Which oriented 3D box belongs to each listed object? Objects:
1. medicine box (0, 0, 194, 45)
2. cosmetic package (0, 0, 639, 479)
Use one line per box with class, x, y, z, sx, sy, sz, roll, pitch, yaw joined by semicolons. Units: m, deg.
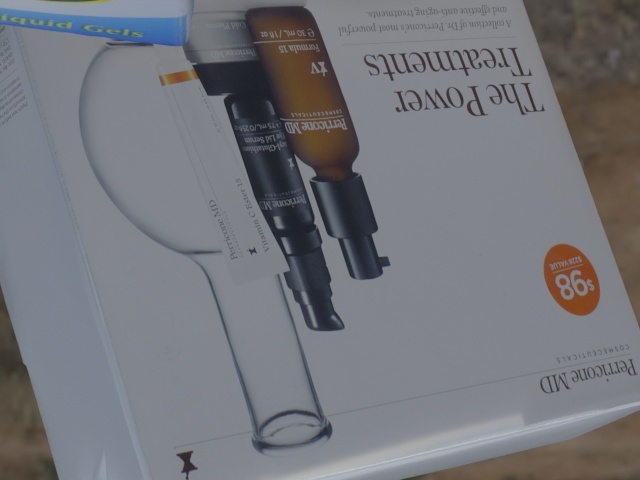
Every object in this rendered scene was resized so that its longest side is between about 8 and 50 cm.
medicine box;-0.166;-0.188;0.684;0.264;0.149;0.289;7;171;-2
cosmetic package;0.000;0.000;1.133;0.377;0.284;0.097;-8;166;-39
